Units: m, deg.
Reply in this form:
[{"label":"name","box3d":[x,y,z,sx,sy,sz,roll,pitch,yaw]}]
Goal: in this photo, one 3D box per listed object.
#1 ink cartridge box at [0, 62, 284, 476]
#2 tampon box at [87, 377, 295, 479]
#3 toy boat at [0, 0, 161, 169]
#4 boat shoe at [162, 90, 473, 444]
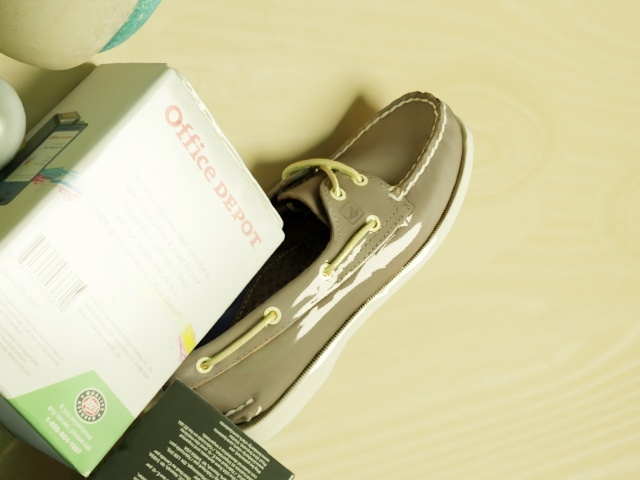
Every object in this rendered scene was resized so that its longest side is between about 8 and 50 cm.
[{"label":"ink cartridge box","box3d":[-0.142,0.012,0.685,0.212,0.093,0.154,-50,128,-24]},{"label":"tampon box","box3d":[-0.112,0.194,0.704,0.101,0.120,0.161,38,62,6]},{"label":"toy boat","box3d":[-0.169,-0.157,0.547,0.148,0.267,0.318,-2,137,-49]},{"label":"boat shoe","box3d":[0.000,0.000,0.807,0.324,0.117,0.096,-51,131,-18]}]
